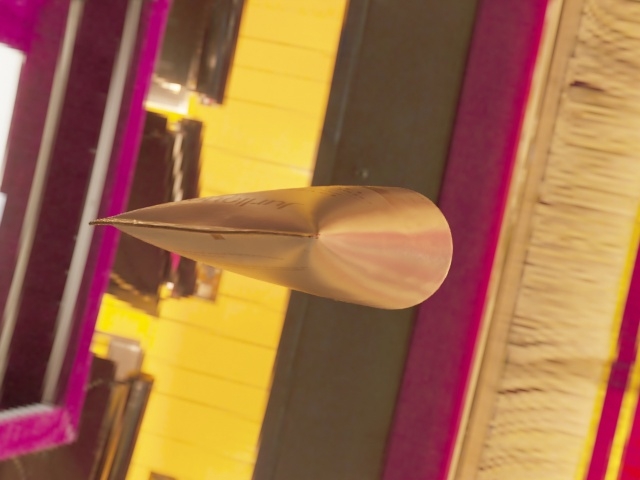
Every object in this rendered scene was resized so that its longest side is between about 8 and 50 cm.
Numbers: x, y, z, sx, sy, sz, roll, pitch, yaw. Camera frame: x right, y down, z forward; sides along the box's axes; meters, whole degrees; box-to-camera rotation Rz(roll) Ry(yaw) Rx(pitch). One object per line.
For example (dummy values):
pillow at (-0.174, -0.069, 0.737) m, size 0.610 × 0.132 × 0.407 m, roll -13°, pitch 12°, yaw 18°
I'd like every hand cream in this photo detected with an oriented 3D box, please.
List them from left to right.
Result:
hand cream at (0.000, 0.000, 0.494) m, size 0.186 × 0.087 × 0.054 m, roll 6°, pitch 88°, yaw -63°
